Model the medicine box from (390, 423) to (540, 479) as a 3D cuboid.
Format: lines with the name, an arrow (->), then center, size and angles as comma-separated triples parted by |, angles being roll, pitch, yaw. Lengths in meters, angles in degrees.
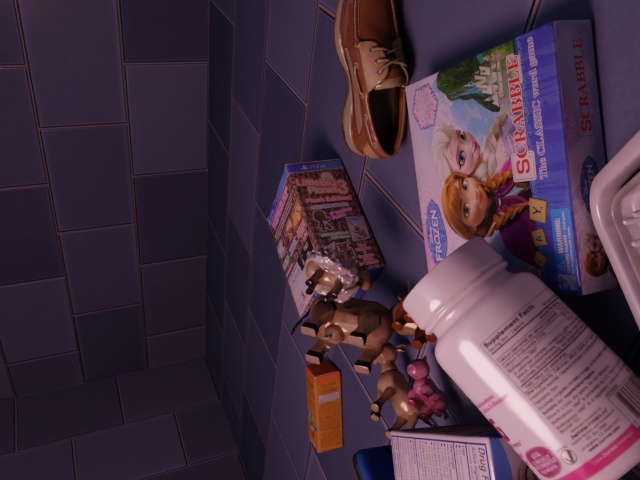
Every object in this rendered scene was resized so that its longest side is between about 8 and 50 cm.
medicine box -> 0.241, 0.415, 0.844 | 0.289, 0.149, 0.263 | 142, 126, -64

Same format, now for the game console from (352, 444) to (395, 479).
game console -> 0.155, 0.582, 1.147 | 0.173, 0.250, 0.293 | -45, 52, 30

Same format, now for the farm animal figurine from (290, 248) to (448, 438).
farm animal figurine -> 0.113, 0.183, 1.070 | 0.327, 0.172, 0.330 | 21, 128, 16

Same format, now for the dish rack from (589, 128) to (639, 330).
dish rack -> 0.361, 0.048, 0.481 | 0.285, 0.072, 0.333 | 71, -177, -73

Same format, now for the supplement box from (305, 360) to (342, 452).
supplement box -> 0.010, 0.451, 1.549 | 0.078, 0.080, 0.233 | -149, 51, -64

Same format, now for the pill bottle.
pill bottle -> 0.240, 0.140, 0.678 | 0.283, 0.160, 0.160 | 49, 146, 20

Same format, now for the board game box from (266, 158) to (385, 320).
board game box -> 0.000, 0.000, 1.323 | 0.232, 0.141, 0.291 | 117, 139, -54

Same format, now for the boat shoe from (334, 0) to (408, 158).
boat shoe -> 0.107, -0.299, 1.013 | 0.120, 0.122, 0.324 | 36, 139, 53

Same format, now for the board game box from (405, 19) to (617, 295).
board game box -> 0.245, -0.097, 0.802 | 0.318, 0.066, 0.319 | 180, 81, -67
